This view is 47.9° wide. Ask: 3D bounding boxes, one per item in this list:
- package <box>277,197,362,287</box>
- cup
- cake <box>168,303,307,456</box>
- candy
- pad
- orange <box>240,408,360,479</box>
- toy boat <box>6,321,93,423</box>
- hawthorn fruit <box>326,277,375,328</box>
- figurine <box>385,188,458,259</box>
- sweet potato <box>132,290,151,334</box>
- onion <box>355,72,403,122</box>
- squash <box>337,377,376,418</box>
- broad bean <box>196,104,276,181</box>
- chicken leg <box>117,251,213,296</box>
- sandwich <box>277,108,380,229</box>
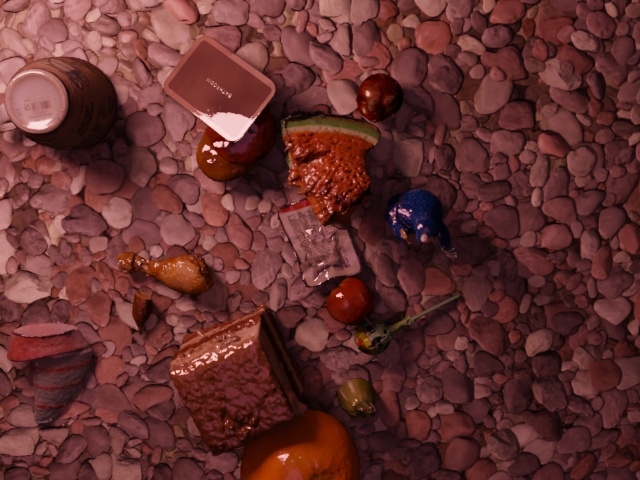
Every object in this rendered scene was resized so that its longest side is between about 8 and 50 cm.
[{"bbox_3d":[0.000,0.000,1.844,0.166,0.040,0.232,-21,92,-2],"label":"package"},{"bbox_3d":[-0.650,-0.310,1.656,0.301,0.257,0.227,-16,97,2],"label":"cup"},{"bbox_3d":[-0.197,0.330,1.764,0.255,0.290,0.282,-26,96,1],"label":"cake"},{"bbox_3d":[0.228,0.205,1.872,0.305,0.083,0.091,-27,129,-5],"label":"candy"},{"bbox_3d":[-0.244,-0.366,1.723,0.266,0.002,0.176,38,91,19],"label":"pad"},{"bbox_3d":[-0.048,0.577,1.802,0.312,0.312,0.312,0,99,-2],"label":"orange"},{"bbox_3d":[-0.692,0.349,1.855,0.206,0.096,0.282,-2,109,-17],"label":"toy boat"},{"bbox_3d":[0.081,0.155,1.821,0.125,0.140,0.125,-26,131,-34],"label":"hawthorn fruit"},{"bbox_3d":[0.241,-0.057,1.737,0.164,0.262,0.121,19,106,-20],"label":"figurine"},{"bbox_3d":[-0.458,0.189,1.849,0.049,0.049,0.117,6,105,-3],"label":"sweet potato"},{"bbox_3d":[0.143,-0.350,1.752,0.117,0.118,0.119,-33,100,-26],"label":"onion"},{"bbox_3d":[0.101,0.427,1.866,0.105,0.132,0.105,-1,99,-4],"label":"squash"},{"bbox_3d":[-0.203,-0.242,1.751,0.228,0.122,0.156,-40,100,1],"label":"broad bean"},{"bbox_3d":[-0.391,0.077,1.816,0.251,0.087,0.107,10,107,1],"label":"chicken leg"},{"bbox_3d":[0.027,-0.158,1.751,0.250,0.162,0.301,-1,64,-11],"label":"sandwich"}]
